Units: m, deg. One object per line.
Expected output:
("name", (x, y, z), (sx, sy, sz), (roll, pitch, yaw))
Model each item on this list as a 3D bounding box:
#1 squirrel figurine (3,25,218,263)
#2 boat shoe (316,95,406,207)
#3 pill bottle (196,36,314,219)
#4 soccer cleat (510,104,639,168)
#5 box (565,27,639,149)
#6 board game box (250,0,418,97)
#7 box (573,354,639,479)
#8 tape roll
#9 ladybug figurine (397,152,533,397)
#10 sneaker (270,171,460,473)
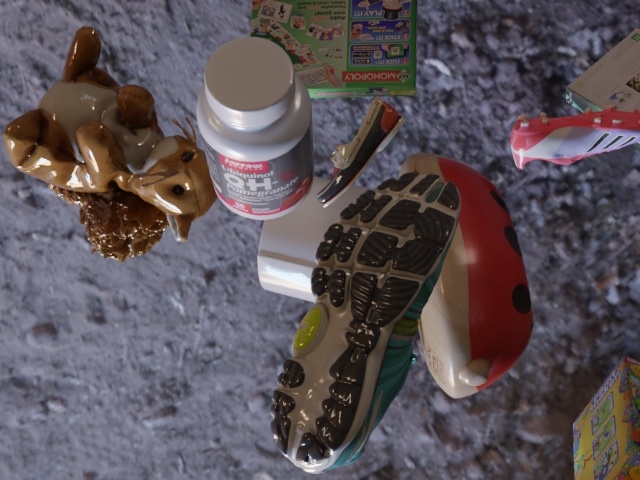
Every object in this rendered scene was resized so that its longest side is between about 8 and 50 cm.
("squirrel figurine", (-0.361, -0.138, 1.919), (0.370, 0.281, 0.397), (25, 147, 5))
("boat shoe", (0.037, -0.097, 1.117), (0.043, 0.049, 0.137), (39, 98, -8))
("pill bottle", (-0.099, -0.174, 1.566), (0.176, 0.176, 0.318), (-22, 157, -8))
("soccer cleat", (0.456, -0.176, 1.738), (0.248, 0.083, 0.095), (-2, 118, 7))
("box", (0.727, -0.304, 2.155), (0.232, 0.322, 0.058), (-39, 145, -12))
("board game box", (0.024, -0.376, 1.889), (0.317, 0.213, 0.046), (1, 167, 8))
("box", (0.579, 0.380, 1.615), (0.290, 0.279, 0.177), (26, 118, -1))
("tape roll", (0.000, 0.000, 1.959), (0.169, 0.246, 0.246), (13, 132, 14))
("ladybug figurine", (0.218, 0.043, 1.528), (0.162, 0.449, 0.305), (-9, 134, 2))
("sneaker", (0.043, 0.069, 0.866), (0.275, 0.107, 0.110), (-64, 149, -5))
